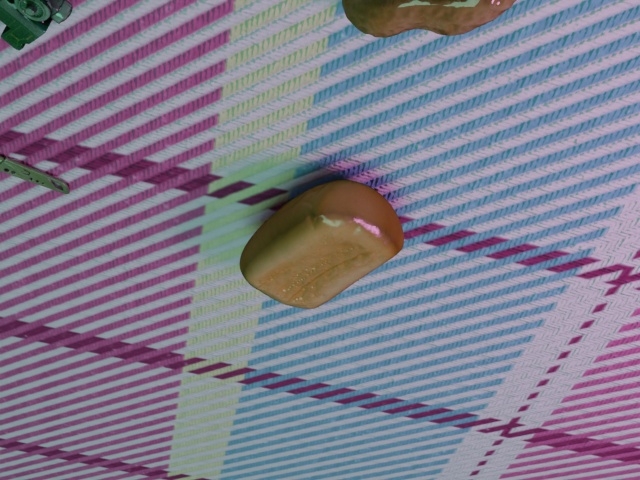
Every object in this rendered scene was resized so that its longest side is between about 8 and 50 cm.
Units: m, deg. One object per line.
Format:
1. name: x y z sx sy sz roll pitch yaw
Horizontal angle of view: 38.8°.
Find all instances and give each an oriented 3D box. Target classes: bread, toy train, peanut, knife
1. bread: 0.000 0.000 1.140 0.147 0.098 0.217 33 137 -27
2. toy train: -0.335 -0.274 0.905 0.105 0.071 0.178 -17 136 42
3. peanut: 0.105 -0.231 0.869 0.175 0.080 0.080 -3 139 19
4. knife: -0.421 -0.103 1.163 0.207 0.014 0.030 22 136 -17
